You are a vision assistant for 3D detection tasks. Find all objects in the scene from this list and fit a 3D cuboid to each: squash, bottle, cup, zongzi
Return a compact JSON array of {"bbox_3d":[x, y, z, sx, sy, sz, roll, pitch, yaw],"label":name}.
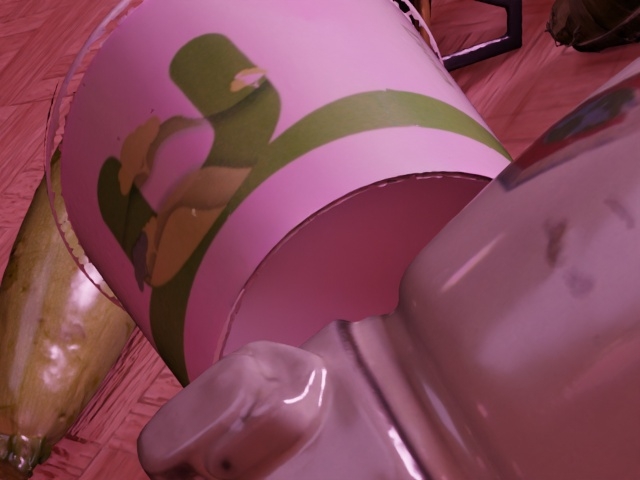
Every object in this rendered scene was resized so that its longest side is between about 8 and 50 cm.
[{"bbox_3d":[-0.181,0.018,1.185,0.118,0.118,0.371,-23,34,37],"label":"squash"},{"bbox_3d":[0.115,0.067,0.529,0.351,0.229,0.229,-35,25,3],"label":"bottle"},{"bbox_3d":[0.000,0.000,0.821,0.253,0.253,0.274,-41,33,4],"label":"cup"},{"bbox_3d":[0.162,-0.159,0.950,0.109,0.119,0.055,-15,61,47],"label":"zongzi"}]

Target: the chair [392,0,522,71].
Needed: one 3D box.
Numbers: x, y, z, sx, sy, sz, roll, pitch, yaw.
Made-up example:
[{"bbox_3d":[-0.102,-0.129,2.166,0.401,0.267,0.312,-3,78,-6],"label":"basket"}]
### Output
[{"bbox_3d":[0.042,-0.174,1.118,0.246,0.172,0.159,-4,15,-20],"label":"chair"}]
